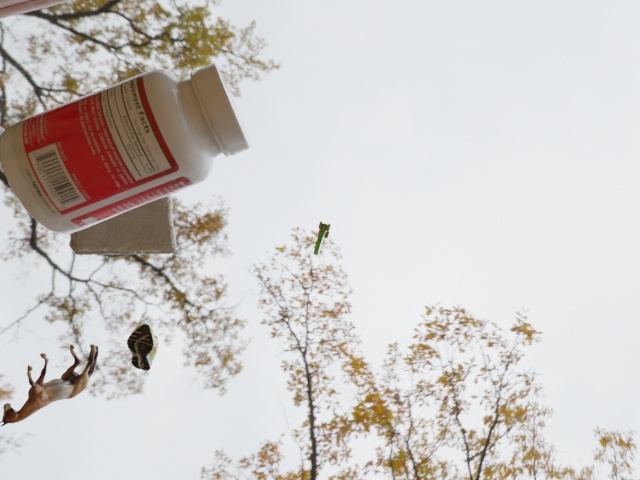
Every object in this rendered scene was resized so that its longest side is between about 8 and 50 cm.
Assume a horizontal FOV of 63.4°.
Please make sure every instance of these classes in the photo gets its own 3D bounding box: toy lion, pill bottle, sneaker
[{"bbox_3d":[0.000,0.000,1.487,0.034,0.100,0.096,17,-108,3],"label":"toy lion"},{"bbox_3d":[-0.355,-0.184,0.994,0.408,0.229,0.229,-21,-109,-1],"label":"pill bottle"},{"bbox_3d":[-0.545,0.314,1.616,0.082,0.094,0.208,20,-48,-3],"label":"sneaker"}]

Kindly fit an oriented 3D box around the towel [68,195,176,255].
[{"bbox_3d":[-0.543,-0.049,1.435,0.049,0.282,0.187,-33,-118,50],"label":"towel"}]

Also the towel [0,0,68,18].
[{"bbox_3d":[-0.752,-0.582,1.150,0.332,0.053,0.317,35,-128,24],"label":"towel"}]

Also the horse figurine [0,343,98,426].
[{"bbox_3d":[-0.667,0.356,1.323,0.066,0.263,0.174,22,-73,24],"label":"horse figurine"}]

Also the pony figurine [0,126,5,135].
[{"bbox_3d":[-0.871,-0.303,1.189,0.363,0.351,0.302,-58,-163,28],"label":"pony figurine"}]
